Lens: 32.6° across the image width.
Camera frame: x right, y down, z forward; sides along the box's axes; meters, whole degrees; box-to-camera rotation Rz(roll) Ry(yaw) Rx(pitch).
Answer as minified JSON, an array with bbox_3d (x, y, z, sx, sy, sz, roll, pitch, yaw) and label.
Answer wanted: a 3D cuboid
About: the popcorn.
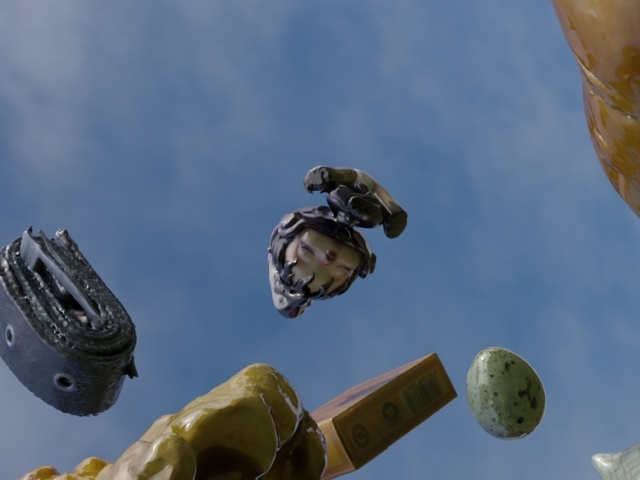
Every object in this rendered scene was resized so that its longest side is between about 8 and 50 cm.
[{"bbox_3d":[-0.110,0.222,0.672,0.332,0.265,0.225,-50,-63,-17],"label":"popcorn"}]

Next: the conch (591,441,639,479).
[{"bbox_3d":[0.255,0.204,0.821,0.234,0.114,0.137,93,-161,-52],"label":"conch"}]

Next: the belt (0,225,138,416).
[{"bbox_3d":[-0.291,0.081,1.221,0.122,0.218,0.129,-15,-41,-41],"label":"belt"}]

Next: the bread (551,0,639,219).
[{"bbox_3d":[0.288,-0.143,0.540,0.337,0.148,0.328,-31,-50,-1],"label":"bread"}]

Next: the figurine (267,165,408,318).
[{"bbox_3d":[0.000,0.000,1.433,0.145,0.222,0.145,27,-151,-16],"label":"figurine"}]

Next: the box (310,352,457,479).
[{"bbox_3d":[0.044,0.251,1.489,0.274,0.174,0.076,-22,-97,-53],"label":"box"}]

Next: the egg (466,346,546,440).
[{"bbox_3d":[0.201,0.167,1.200,0.085,0.085,0.110,-43,-72,-40],"label":"egg"}]
